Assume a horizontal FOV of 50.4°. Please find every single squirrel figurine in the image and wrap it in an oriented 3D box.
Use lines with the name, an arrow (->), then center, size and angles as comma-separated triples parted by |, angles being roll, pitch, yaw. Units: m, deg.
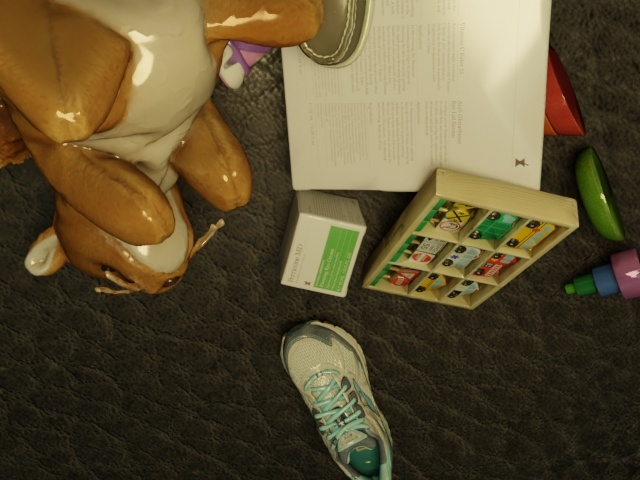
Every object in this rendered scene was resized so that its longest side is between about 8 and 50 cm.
squirrel figurine -> -0.245, -0.131, 0.706 | 0.397, 0.281, 0.370 | 36, 143, 13

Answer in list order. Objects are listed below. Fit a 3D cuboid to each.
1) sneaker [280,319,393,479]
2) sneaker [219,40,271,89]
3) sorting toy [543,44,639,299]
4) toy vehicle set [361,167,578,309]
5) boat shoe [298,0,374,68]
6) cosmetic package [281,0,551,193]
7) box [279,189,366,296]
sneaker -> 0.037, 0.237, 0.957 | 0.110, 0.122, 0.283 | -28, 112, 5
sneaker -> -0.124, -0.290, 0.748 | 0.104, 0.095, 0.236 | -33, 116, 1
sorting toy -> 0.308, -0.064, 0.886 | 0.126, 0.127, 0.366 | -20, 113, 28
toy vehicle set -> 0.167, 0.010, 0.833 | 0.165, 0.035, 0.267 | 11, 152, -9
boat shoe -> -0.015, -0.311, 0.638 | 0.109, 0.091, 0.305 | -2, 112, 16
cosmetic package -> 0.102, -0.243, 0.741 | 0.284, 0.097, 0.377 | 3, 114, 15
box -> 0.000, 0.000, 0.867 | 0.087, 0.102, 0.101 | 13, 111, -9
